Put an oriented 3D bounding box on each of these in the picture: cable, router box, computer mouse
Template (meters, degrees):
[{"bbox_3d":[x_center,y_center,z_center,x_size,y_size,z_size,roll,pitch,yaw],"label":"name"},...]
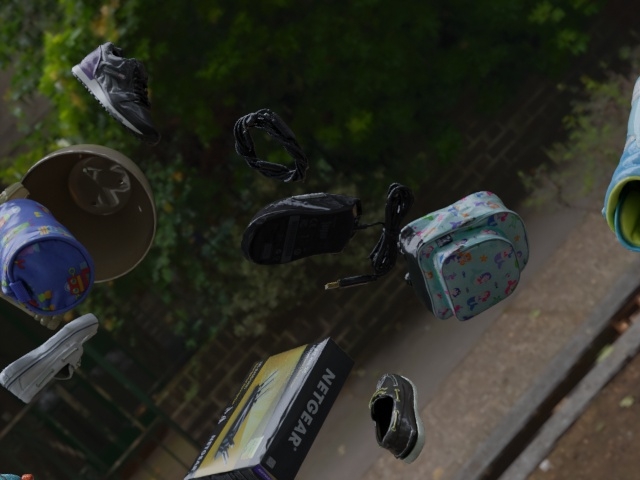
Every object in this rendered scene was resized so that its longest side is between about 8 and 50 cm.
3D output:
[{"bbox_3d":[-0.103,-0.184,2.270,0.150,0.184,0.047,-28,19,44],"label":"cable"},{"bbox_3d":[-0.095,0.341,2.059,0.243,0.081,0.309,-24,27,45],"label":"router box"},{"bbox_3d":[0.000,0.000,1.551,0.262,0.060,0.184,-13,-45,-22],"label":"computer mouse"}]

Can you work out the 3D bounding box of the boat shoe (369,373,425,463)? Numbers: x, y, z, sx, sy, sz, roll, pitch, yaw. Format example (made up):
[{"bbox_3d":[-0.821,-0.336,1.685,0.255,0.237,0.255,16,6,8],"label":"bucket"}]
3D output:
[{"bbox_3d":[0.122,0.289,1.861,0.081,0.069,0.228,-57,18,17],"label":"boat shoe"}]

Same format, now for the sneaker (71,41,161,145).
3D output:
[{"bbox_3d":[-0.410,-0.323,2.311,0.124,0.283,0.107,-45,-26,1],"label":"sneaker"}]

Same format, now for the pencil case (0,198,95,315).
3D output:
[{"bbox_3d":[-0.430,0.022,1.619,0.133,0.119,0.306,-35,23,-14],"label":"pencil case"}]

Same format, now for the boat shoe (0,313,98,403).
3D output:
[{"bbox_3d":[-0.460,0.211,1.907,0.226,0.076,0.083,-39,-5,-46],"label":"boat shoe"}]

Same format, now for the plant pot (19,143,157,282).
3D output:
[{"bbox_3d":[-0.466,-0.082,2.230,0.284,0.284,0.191,-45,18,18],"label":"plant pot"}]

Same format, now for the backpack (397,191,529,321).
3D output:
[{"bbox_3d":[0.316,0.028,2.286,0.253,0.225,0.191,-30,37,-13],"label":"backpack"}]

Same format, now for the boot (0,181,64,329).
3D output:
[{"bbox_3d":[-0.491,0.025,1.859,0.095,0.203,0.262,-52,16,31],"label":"boot"}]

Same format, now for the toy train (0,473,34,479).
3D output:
[{"bbox_3d":[-0.408,0.313,1.285,0.166,0.125,0.046,-37,41,39],"label":"toy train"}]

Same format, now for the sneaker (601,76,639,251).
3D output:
[{"bbox_3d":[0.438,-0.042,1.358,0.127,0.319,0.208,6,62,39],"label":"sneaker"}]
